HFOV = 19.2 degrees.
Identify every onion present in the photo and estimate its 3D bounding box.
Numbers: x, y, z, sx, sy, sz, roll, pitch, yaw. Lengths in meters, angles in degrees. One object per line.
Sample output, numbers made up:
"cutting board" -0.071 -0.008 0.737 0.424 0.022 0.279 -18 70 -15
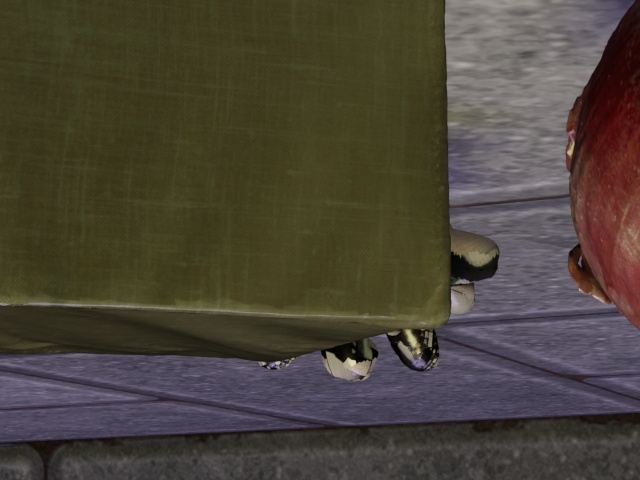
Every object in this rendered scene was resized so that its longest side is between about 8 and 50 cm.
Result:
"onion" 0.162 -0.043 0.627 0.159 0.159 0.195 -1 141 4

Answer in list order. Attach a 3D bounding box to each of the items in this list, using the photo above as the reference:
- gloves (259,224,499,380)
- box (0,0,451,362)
"gloves" -0.004 -0.006 0.915 0.212 0.111 0.127 14 139 -45
"box" -0.098 -0.047 0.544 0.231 0.155 0.149 2 172 -21
